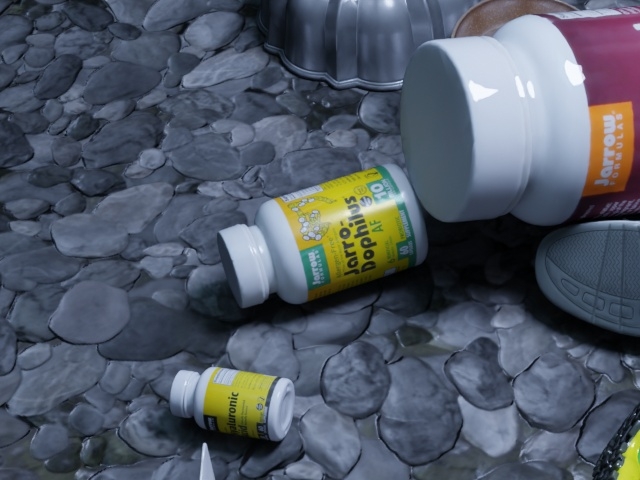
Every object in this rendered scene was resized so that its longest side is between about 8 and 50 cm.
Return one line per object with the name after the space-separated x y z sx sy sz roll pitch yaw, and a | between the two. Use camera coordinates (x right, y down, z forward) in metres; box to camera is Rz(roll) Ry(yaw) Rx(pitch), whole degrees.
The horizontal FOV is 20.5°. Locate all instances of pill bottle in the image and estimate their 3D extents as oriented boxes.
0.298 -0.134 1.867 0.392 0.224 0.224 -8 42 -20 | pill bottle
0.000 0.000 1.901 0.208 0.117 0.117 -17 45 -11 | pill bottle
-0.089 0.162 1.783 0.116 0.065 0.065 8 46 16 | pill bottle

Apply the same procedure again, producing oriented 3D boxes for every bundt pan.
0.076 -0.337 2.237 0.331 0.124 0.331 -3 45 3 | bundt pan

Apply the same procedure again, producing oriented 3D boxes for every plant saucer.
0.252 -0.214 2.125 0.199 0.036 0.198 3 54 -5 | plant saucer

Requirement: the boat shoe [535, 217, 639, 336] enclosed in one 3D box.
0.384 0.038 1.829 0.320 0.118 0.103 2 5 13 | boat shoe

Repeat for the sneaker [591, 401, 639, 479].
0.327 0.233 1.634 0.146 0.134 0.343 35 49 4 | sneaker

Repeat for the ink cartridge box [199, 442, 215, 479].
-0.031 0.354 1.473 0.119 0.207 0.353 -7 44 3 | ink cartridge box
